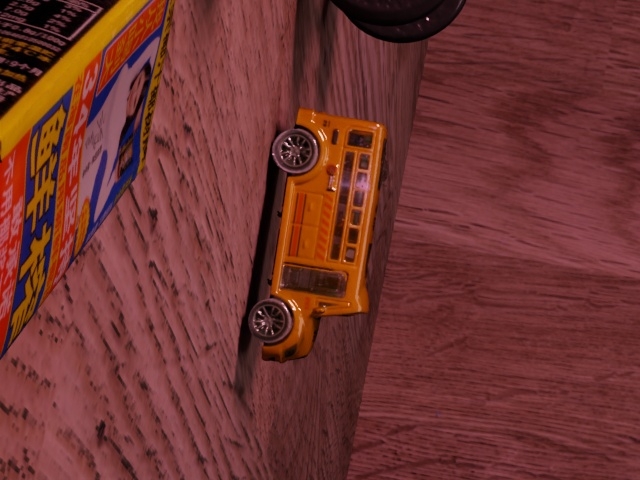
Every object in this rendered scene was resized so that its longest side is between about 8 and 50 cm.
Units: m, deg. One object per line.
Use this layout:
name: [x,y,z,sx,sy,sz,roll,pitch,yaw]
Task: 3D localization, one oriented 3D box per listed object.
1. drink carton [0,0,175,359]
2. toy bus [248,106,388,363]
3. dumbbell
drink carton: [-0.081,-0.027,0.461,0.166,0.056,0.071,-67,174,-67]
toy bus: [0.000,0.000,1.209,0.069,0.074,0.162,3,96,-86]
dumbbell: [0.050,-0.186,1.265,0.191,0.100,0.100,-23,122,-83]
